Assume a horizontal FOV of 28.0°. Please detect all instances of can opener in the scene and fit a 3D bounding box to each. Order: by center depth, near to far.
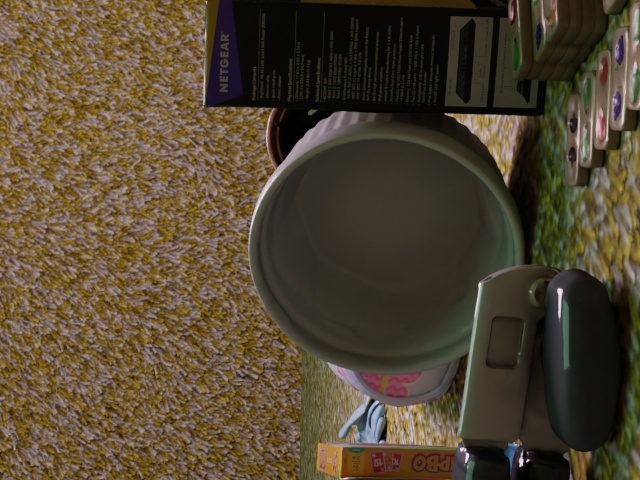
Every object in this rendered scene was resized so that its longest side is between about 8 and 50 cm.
[{"bbox_3d":[0.120,0.154,0.764,0.095,0.076,0.283,-143,59,-76],"label":"can opener"}]

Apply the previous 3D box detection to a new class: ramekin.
[{"bbox_3d":[0.053,-0.011,0.994,0.109,0.207,0.207,-79,-7,-61],"label":"ramekin"}]

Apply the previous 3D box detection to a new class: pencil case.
[{"bbox_3d":[0.064,0.098,1.294,0.124,0.113,0.273,59,175,-2],"label":"pencil case"}]

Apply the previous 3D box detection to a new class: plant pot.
[{"bbox_3d":[0.017,-0.140,1.757,0.165,0.167,0.167,-46,-42,-85],"label":"plant pot"}]

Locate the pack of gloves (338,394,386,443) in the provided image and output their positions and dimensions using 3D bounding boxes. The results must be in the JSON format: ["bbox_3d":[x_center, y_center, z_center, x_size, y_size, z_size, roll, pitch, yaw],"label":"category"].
[{"bbox_3d":[0.055,0.268,1.804,0.195,0.046,0.232,-93,6,-48],"label":"pack of gloves"}]

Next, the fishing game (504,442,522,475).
[{"bbox_3d":[0.133,0.234,0.913,0.264,0.041,0.189,98,169,-53],"label":"fishing game"}]

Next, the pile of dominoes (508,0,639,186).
[{"bbox_3d":[0.154,-0.155,0.729,0.251,0.040,0.196,106,165,-74],"label":"pile of dominoes"}]

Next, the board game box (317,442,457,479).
[{"bbox_3d":[0.069,0.202,1.170,0.259,0.124,0.039,132,140,-83],"label":"board game box"}]

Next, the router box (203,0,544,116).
[{"bbox_3d":[0.028,-0.167,1.035,0.309,0.243,0.081,-108,19,-73],"label":"router box"}]
